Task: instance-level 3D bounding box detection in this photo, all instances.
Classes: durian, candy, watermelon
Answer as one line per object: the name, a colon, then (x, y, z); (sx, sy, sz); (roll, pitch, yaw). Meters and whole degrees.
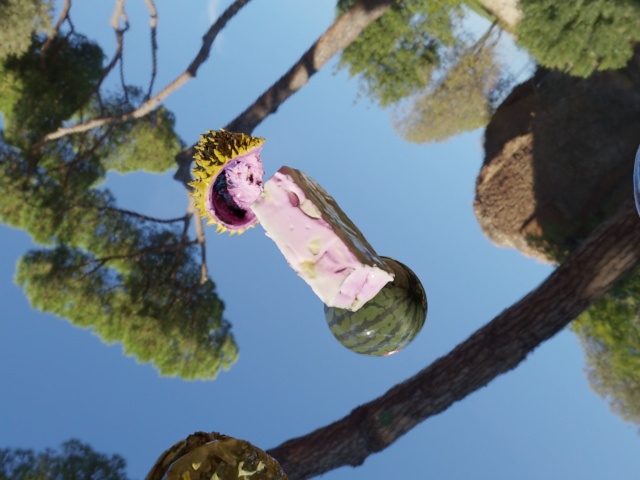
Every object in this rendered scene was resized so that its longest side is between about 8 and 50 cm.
durian: (-0.189, -0.120, 1.250); (0.153, 0.261, 0.187); (-24, -130, -13)
candy: (0.000, 0.000, 1.172); (0.265, 0.116, 0.155); (52, -167, 27)
watermelon: (0.109, 0.135, 1.314); (0.212, 0.212, 0.212); (28, -148, -20)

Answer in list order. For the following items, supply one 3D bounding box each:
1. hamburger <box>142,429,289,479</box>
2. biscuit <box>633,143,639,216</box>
hamburger: (-0.131, 0.308, 0.697); (0.129, 0.206, 0.183); (13, 160, 46)
biscuit: (0.552, -0.097, 0.686); (0.091, 0.407, 0.407); (51, -161, -38)
